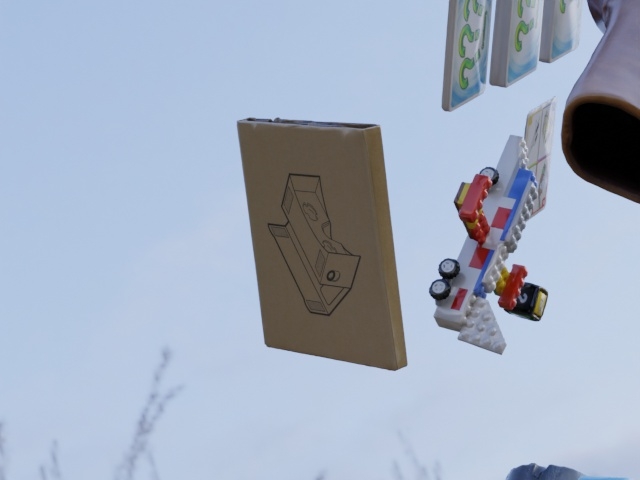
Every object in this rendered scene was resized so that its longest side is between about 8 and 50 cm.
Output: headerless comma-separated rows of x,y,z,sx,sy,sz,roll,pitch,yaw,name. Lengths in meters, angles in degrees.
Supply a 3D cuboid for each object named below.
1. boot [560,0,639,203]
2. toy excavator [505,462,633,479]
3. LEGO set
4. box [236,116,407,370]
0.242,-0.076,0.739,0.264,0.280,0.096,17,-65,2,boot
0.333,0.315,1.489,0.445,0.222,0.433,-3,-43,34,toy excavator
0.123,-0.048,0.990,0.182,0.060,0.244,-31,-50,-55,LEGO set
0.000,0.000,1.401,0.021,0.201,0.164,-17,16,-39,box
